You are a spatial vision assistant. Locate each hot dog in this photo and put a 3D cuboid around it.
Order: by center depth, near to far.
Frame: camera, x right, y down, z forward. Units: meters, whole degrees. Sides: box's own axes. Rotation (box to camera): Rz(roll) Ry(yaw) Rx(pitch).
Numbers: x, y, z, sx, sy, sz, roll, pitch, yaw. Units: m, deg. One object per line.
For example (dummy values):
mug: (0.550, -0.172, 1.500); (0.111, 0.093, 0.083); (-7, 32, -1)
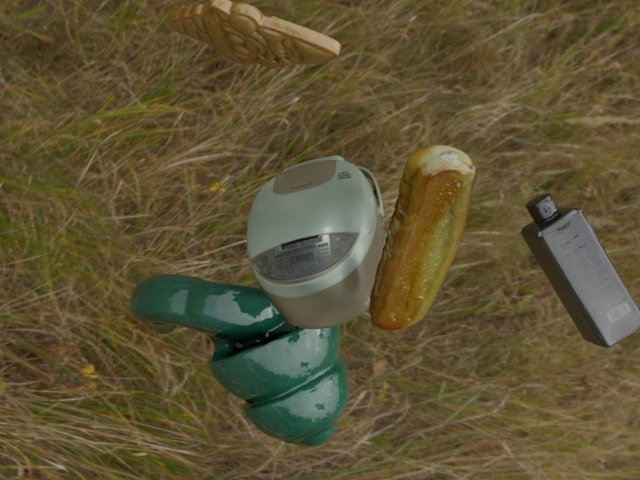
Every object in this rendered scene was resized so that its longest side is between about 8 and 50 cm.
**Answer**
hot dog: (0.084, 0.001, 0.629); (0.066, 0.215, 0.047); (0, 48, -6)

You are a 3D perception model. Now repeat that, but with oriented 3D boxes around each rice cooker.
rice cooker: (0.000, 0.000, 0.780); (0.206, 0.145, 0.127); (-83, 157, -55)

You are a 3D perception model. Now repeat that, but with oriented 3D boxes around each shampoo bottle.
shampoo bottle: (0.388, 0.041, 1.123); (0.080, 0.079, 0.246); (-33, 98, -5)

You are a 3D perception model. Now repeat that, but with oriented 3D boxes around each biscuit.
biscuit: (-0.091, -0.266, 0.974); (0.162, 0.250, 0.035); (34, 70, -70)

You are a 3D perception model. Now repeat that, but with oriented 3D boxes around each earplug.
earplug: (-0.094, 0.136, 0.887); (0.280, 0.257, 0.164); (58, 20, 3)
